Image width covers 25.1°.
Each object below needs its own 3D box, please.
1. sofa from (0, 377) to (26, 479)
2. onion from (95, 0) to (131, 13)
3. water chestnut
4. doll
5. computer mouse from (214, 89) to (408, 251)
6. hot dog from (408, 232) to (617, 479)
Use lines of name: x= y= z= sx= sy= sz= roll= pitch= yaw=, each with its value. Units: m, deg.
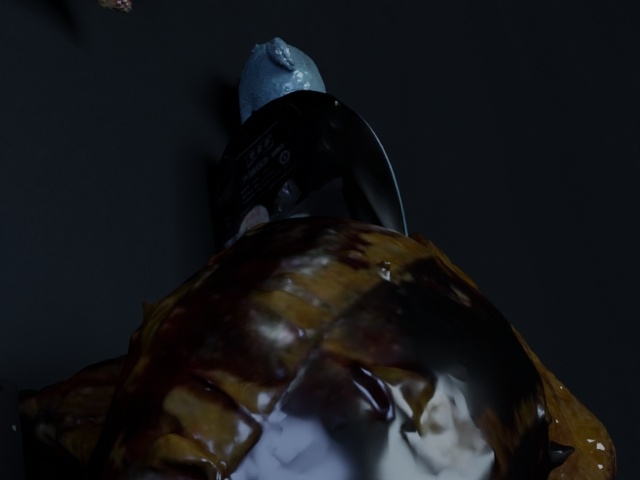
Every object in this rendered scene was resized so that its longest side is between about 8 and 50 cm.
sofa: x=-0.173 y=0.120 z=0.690 sx=0.060 sy=0.039 sz=0.118 roll=30 pitch=39 yaw=-49
onion: x=-0.162 y=-0.249 z=0.976 sx=0.159 sy=0.159 sz=0.195 roll=-28 pitch=110 yaw=-65
water chestnut: x=-0.028 y=0.118 z=0.736 sx=0.300 sy=0.300 sz=0.300 roll=43 pitch=31 yaw=-33
doll: x=-0.026 y=-0.070 z=1.137 sx=0.120 sy=0.075 sz=0.180 roll=145 pitch=-66 yaw=-74
computer mouse: x=0.000 y=0.000 z=1.016 sx=0.096 sy=0.137 sz=0.233 roll=30 pitch=38 yaw=-41
hot dog: x=0.117 y=0.125 z=1.124 sx=0.272 sy=0.122 sz=0.196 roll=45 pitch=32 yaw=-26
